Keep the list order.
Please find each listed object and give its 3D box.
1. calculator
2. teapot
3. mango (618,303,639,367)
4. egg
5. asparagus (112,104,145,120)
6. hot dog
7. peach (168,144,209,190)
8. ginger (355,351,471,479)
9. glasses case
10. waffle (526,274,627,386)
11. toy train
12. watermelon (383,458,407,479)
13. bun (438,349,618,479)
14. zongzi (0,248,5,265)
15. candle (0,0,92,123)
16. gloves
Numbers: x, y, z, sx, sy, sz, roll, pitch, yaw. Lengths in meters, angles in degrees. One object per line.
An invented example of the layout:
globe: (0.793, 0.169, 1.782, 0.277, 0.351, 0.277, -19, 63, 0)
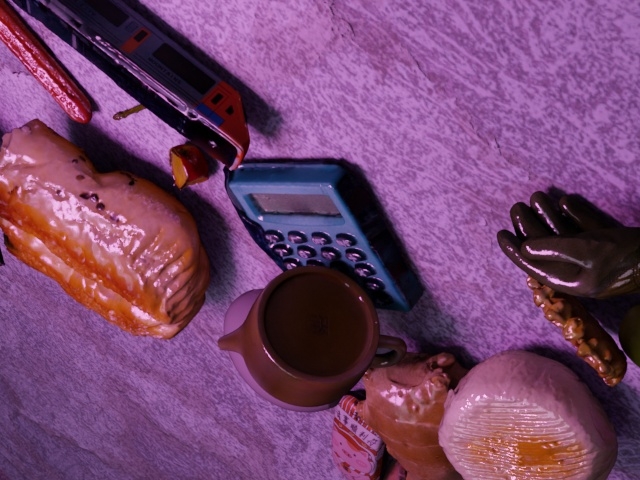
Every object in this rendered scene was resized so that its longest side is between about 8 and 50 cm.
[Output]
calculator: (0.000, 0.000, 1.613, 0.248, 0.058, 0.274, 4, 135, 46)
teapot: (-0.011, 0.151, 1.598, 0.267, 0.186, 0.175, 9, 154, -12)
mango: (0.426, 0.136, 1.308, 0.165, 0.074, 0.091, 33, 149, 15)
egg: (-0.051, 0.168, 1.772, 0.232, 0.176, 0.176, 38, 151, 22)
asparagus: (-0.275, -0.201, 1.695, 0.016, 0.013, 0.166, 8, 169, -35)
hot dog: (-0.345, 0.002, 1.869, 0.365, 0.196, 0.367, 36, 155, 12)
peach: (-0.197, -0.107, 1.693, 0.077, 0.050, 0.083, 46, 148, 40)
ginger: (0.201, 0.297, 1.761, 0.236, 0.166, 0.375, -17, 148, 15)
glasses case: (0.072, 0.358, 1.982, 0.103, 0.067, 0.267, 33, 148, 23)
waffle: (0.307, 0.100, 1.335, 0.191, 0.038, 0.191, 46, -168, -13)
toy train: (-0.249, -0.254, 1.527, 0.409, 0.089, 0.086, 37, 154, 3)
watermelon: (0.150, 0.446, 2.041, 0.101, 0.080, 0.155, 11, 154, -22)
bun: (0.284, 0.256, 1.544, 0.243, 0.153, 0.244, 11, 119, 22)
zongzi: (-0.659, -0.106, 1.943, 0.362, 0.384, 0.319, 19, 153, 8)
candle: (-0.469, -0.311, 1.733, 0.329, 0.048, 0.051, 50, -171, -17)
gloves: (0.320, 0.014, 1.234, 0.268, 0.135, 0.107, 13, 98, 35)
